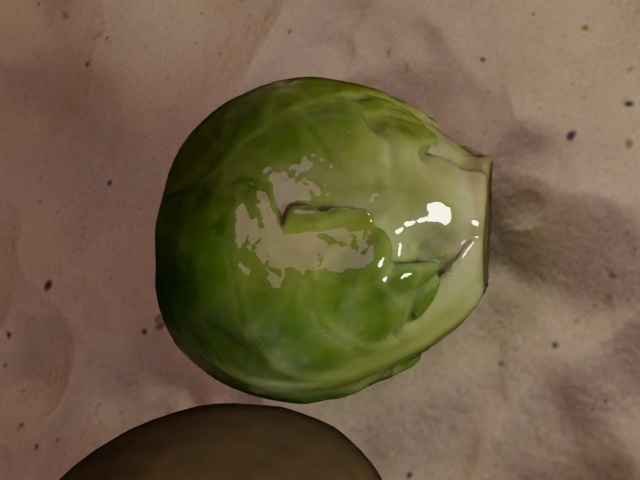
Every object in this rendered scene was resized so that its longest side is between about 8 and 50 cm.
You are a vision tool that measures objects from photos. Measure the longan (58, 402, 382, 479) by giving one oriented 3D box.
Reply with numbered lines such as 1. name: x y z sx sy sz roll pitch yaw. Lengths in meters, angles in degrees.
1. longan: -0.079 0.259 1.059 0.288 0.288 0.350 -1 55 36

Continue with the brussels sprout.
1. brussels sprout: 0.000 0.000 1.216 0.244 0.244 0.244 -18 54 27
